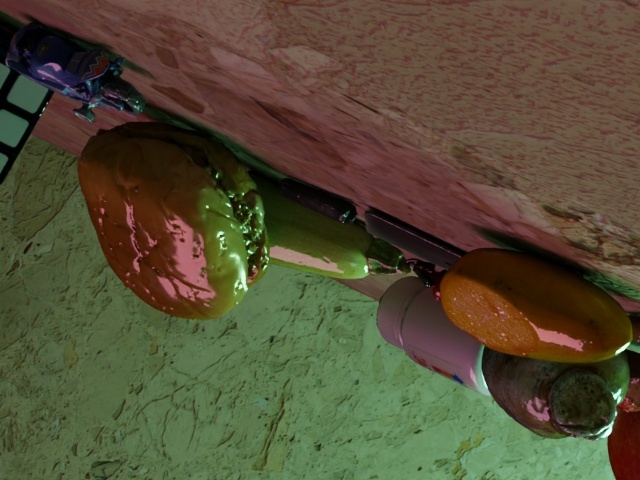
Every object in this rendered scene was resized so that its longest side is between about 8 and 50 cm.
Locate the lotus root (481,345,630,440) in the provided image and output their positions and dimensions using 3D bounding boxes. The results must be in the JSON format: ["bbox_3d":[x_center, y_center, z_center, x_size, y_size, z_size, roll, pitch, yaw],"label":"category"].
[{"bbox_3d":[0.297,0.164,1.491,0.175,0.175,0.349,27,178,-6],"label":"lotus root"}]

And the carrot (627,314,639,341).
[{"bbox_3d":[0.352,0.096,1.256,0.032,0.032,0.093,27,179,-4],"label":"carrot"}]

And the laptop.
[{"bbox_3d":[0.182,0.029,1.543,0.269,0.015,0.187,26,175,7],"label":"laptop"}]

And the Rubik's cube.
[{"bbox_3d":[-0.446,-0.191,1.453,0.162,0.163,0.160,25,-164,-25],"label":"Rubik's cube"}]

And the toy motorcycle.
[{"bbox_3d":[-0.290,-0.198,1.310,0.205,0.076,0.114,23,167,33],"label":"toy motorcycle"}]

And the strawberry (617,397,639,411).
[{"bbox_3d":[0.450,0.207,1.775,0.187,0.082,0.146,29,172,39],"label":"strawberry"}]

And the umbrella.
[{"bbox_3d":[-0.006,-0.057,1.555,0.133,0.031,0.036,24,149,37],"label":"umbrella"}]

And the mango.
[{"bbox_3d":[0.231,0.067,1.197,0.217,0.102,0.141,19,148,43],"label":"mango"}]

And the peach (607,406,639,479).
[{"bbox_3d":[0.594,0.349,1.876,0.249,0.245,0.275,-11,141,34],"label":"peach"}]

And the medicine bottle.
[{"bbox_3d":[0.220,0.150,1.883,0.152,0.152,0.254,30,175,-39],"label":"medicine bottle"}]

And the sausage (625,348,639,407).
[{"bbox_3d":[0.430,0.183,1.512,0.087,0.079,0.327,55,167,-16],"label":"sausage"}]

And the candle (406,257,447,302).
[{"bbox_3d":[0.259,0.105,1.732,0.302,0.084,0.059,32,146,14],"label":"candle"}]

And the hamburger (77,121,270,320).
[{"bbox_3d":[-0.214,-0.025,1.627,0.319,0.158,0.318,25,138,25],"label":"hamburger"}]

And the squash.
[{"bbox_3d":[-0.004,0.010,1.726,0.288,0.137,0.137,24,176,3],"label":"squash"}]
